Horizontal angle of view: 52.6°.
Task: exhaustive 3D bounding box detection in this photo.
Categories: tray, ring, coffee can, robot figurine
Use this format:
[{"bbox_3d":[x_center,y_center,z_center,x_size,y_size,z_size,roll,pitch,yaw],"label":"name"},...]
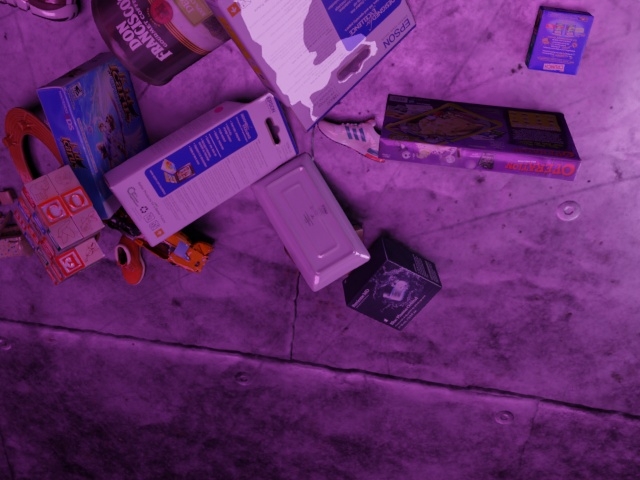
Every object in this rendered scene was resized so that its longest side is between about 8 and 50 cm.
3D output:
[{"bbox_3d":[-0.022,-0.042,1.357,0.145,0.030,0.270,-31,83,-5],"label":"tray"},{"bbox_3d":[-0.593,-0.126,1.405,0.337,0.032,0.336,28,137,31],"label":"ring"},{"bbox_3d":[-0.238,-0.435,1.163,0.275,0.201,0.201,-26,113,22],"label":"coffee can"},{"bbox_3d":[-0.383,-0.026,1.455,0.291,0.211,0.085,33,86,-9],"label":"robot figurine"}]

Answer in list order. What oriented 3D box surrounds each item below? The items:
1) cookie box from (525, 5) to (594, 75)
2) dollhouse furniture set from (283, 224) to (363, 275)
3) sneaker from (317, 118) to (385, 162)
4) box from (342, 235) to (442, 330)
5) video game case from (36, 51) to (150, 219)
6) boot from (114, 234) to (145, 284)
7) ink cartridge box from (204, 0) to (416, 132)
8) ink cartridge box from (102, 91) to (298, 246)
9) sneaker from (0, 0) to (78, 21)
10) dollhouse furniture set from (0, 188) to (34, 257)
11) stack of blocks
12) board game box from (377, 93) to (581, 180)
[{"bbox_3d":[0.434,-0.364,1.181,0.092,0.040,0.107,9,121,4],"label":"cookie box"},{"bbox_3d":[0.000,0.000,1.482,0.151,0.123,0.144,-14,124,-23],"label":"dollhouse furniture set"},{"bbox_3d":[0.075,-0.224,1.327,0.161,0.057,0.075,26,105,-4],"label":"sneaker"},{"bbox_3d":[0.159,0.100,1.453,0.158,0.093,0.156,27,119,-21],"label":"box"},{"bbox_3d":[-0.435,-0.215,1.302,0.061,0.244,0.269,-3,120,12],"label":"video game case"},{"bbox_3d":[-0.466,0.054,1.563,0.059,0.084,0.157,7,123,4],"label":"boot"},{"bbox_3d":[-0.002,-0.394,1.112,0.303,0.072,0.307,-45,141,-6],"label":"ink cartridge box"},{"bbox_3d":[-0.232,-0.155,1.312,0.371,0.069,0.175,-32,136,-10],"label":"ink cartridge box"},{"bbox_3d":[-0.596,-0.538,1.234,0.282,0.106,0.162,15,117,-11],"label":"sneaker"},{"bbox_3d":[-0.719,-0.046,1.536,0.182,0.101,0.160,-6,119,13],"label":"dollhouse furniture set"},{"bbox_3d":[-0.504,-0.019,1.259,0.171,0.087,0.297,60,151,-6],"label":"stack of blocks"},{"bbox_3d":[0.288,-0.197,1.209,0.347,0.208,0.056,8,121,6],"label":"board game box"}]
